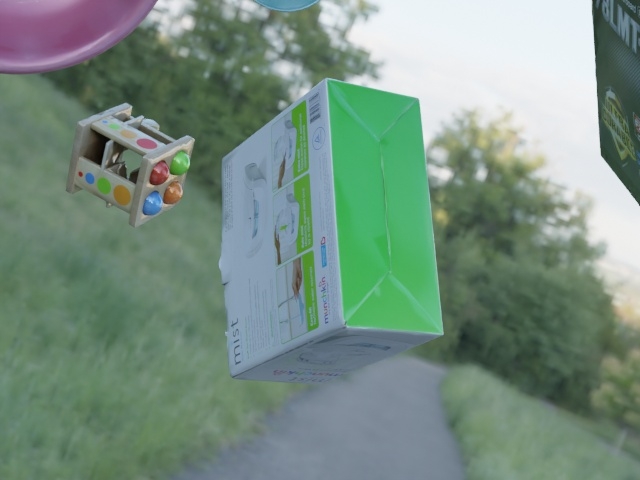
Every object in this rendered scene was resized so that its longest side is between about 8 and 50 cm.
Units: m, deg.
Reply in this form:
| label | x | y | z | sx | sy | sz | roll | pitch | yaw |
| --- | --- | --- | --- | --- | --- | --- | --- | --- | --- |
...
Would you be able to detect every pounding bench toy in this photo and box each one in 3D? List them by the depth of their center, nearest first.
| label | x | y | z | sx | sy | sz | roll | pitch | yaw |
| --- | --- | --- | --- | --- | --- | --- | --- | --- | --- |
| pounding bench toy | -0.114 | -0.053 | 0.820 | 0.065 | 0.052 | 0.083 | 27 | 31 | 18 |

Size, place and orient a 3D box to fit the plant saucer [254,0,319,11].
| label | x | y | z | sx | sy | sz | roll | pitch | yaw |
| --- | --- | --- | --- | --- | --- | --- | --- | --- | --- |
| plant saucer | -0.037 | -0.288 | 1.231 | 0.119 | 0.119 | 0.021 | 19 | 1 | -21 |

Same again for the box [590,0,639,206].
| label | x | y | z | sx | sy | sz | roll | pitch | yaw |
| --- | --- | --- | --- | --- | --- | --- | --- | --- | --- |
| box | 0.278 | -0.142 | 0.951 | 0.073 | 0.293 | 0.295 | -13 | 30 | 1 |

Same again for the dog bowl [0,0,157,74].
| label | x | y | z | sx | sy | sz | roll | pitch | yaw |
| --- | --- | --- | --- | --- | --- | --- | --- | --- | --- |
| dog bowl | -0.334 | -0.363 | 1.352 | 0.408 | 0.408 | 0.150 | 18 | 22 | -34 |

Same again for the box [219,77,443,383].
| label | x | y | z | sx | sy | sz | roll | pitch | yaw |
| --- | --- | --- | --- | --- | --- | --- | --- | --- | --- |
| box | 0.000 | 0.000 | 1.301 | 0.127 | 0.262 | 0.231 | 8 | -23 | -31 |
